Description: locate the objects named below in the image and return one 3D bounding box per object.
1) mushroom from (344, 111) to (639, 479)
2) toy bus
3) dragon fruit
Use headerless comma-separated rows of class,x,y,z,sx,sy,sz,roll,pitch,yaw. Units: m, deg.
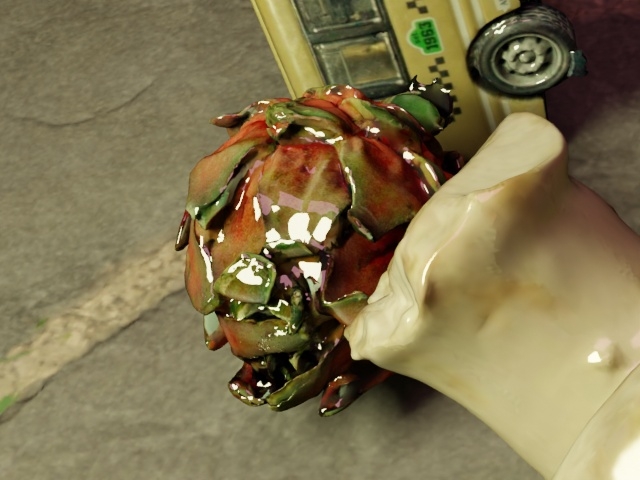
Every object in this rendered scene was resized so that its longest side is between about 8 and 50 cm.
mushroom,0.157,0.074,0.696,0.290,0.297,0.297,40,67,12
toy bus,0.032,-0.215,0.971,0.201,0.365,0.177,-11,45,12
dragon fruit,0.004,-0.003,0.922,0.182,0.182,0.188,19,17,32
